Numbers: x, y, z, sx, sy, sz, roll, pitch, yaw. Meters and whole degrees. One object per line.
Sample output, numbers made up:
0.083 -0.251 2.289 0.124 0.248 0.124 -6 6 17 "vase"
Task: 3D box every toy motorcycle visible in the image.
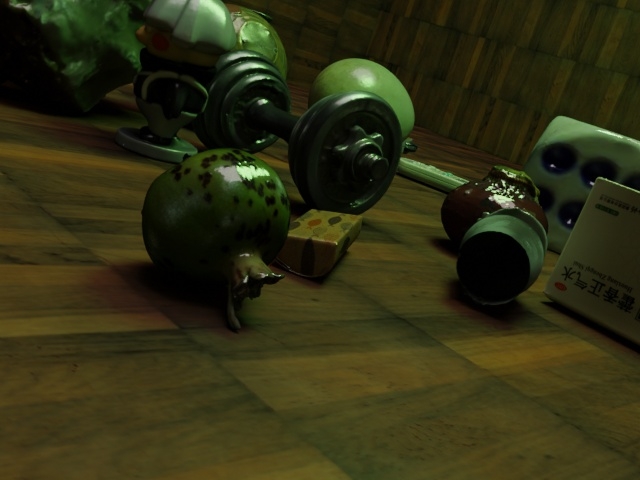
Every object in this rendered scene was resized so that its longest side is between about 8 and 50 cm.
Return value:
0.150 -0.278 2.001 0.225 0.073 0.152 3 19 -44 "toy motorcycle"

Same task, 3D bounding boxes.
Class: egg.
0.107 -0.312 1.778 0.295 0.218 0.218 19 11 -37 "egg"

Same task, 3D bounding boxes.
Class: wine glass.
0.217 0.014 0.891 0.103 0.103 0.222 22 13 15 "wine glass"

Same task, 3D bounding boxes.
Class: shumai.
-0.378 -0.362 1.149 0.324 0.323 0.397 15 -25 35 "shumai"

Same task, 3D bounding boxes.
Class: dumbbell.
-0.045 -0.166 1.091 0.179 0.179 0.406 6 18 -42 "dumbbell"

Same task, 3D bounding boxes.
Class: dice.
0.521 -0.090 1.414 0.259 0.243 0.251 27 15 20 "dice"

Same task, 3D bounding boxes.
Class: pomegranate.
-0.074 -0.003 0.585 0.122 0.122 0.161 6 46 -42 "pomegranate"

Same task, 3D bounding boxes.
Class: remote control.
0.271 -0.135 1.668 0.221 0.042 0.078 25 14 21 "remote control"

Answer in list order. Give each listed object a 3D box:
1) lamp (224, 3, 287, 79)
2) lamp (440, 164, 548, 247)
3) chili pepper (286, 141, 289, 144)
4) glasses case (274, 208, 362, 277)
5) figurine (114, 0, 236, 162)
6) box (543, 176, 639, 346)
-0.204 -0.365 1.581 0.250 0.250 0.284 9 -17 -35 "lamp"
0.256 -0.039 1.077 0.156 0.135 0.157 19 16 5 "lamp"
-0.151 -0.261 1.383 0.338 0.135 0.131 19 33 8 "chili pepper"
0.000 0.000 0.794 0.064 0.041 0.170 9 13 10 "glasses case"
-0.203 -0.240 1.051 0.133 0.236 0.176 12 16 -20 "figurine"
0.403 0.042 0.885 0.095 0.168 0.212 10 16 -45 "box"
